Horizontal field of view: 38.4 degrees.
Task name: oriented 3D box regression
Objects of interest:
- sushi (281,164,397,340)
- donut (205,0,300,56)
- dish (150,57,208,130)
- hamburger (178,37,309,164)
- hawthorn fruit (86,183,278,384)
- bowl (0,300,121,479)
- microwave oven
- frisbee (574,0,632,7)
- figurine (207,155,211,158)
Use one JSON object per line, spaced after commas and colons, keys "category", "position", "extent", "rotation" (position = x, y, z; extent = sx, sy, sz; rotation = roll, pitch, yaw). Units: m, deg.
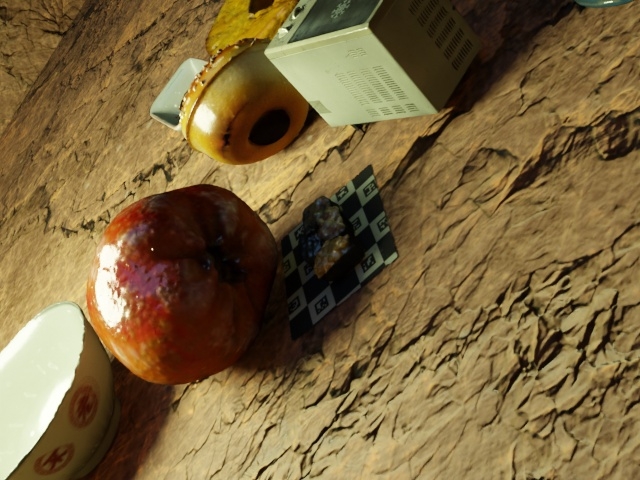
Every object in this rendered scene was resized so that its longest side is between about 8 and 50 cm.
{"category": "sushi", "position": [0.000, 0.000, 1.256], "extent": [0.192, 0.050, 0.215], "rotation": [-40, 34, 22]}
{"category": "donut", "position": [-0.079, -0.428, 1.726], "extent": [0.303, 0.110, 0.303], "rotation": [-33, 36, 28]}
{"category": "dish", "position": [-0.264, -0.291, 1.880], "extent": [0.154, 0.064, 0.234], "rotation": [-55, 32, -2]}
{"category": "hamburger", "position": [-0.123, -0.220, 1.481], "extent": [0.237, 0.237, 0.147], "rotation": [-46, 62, 13]}
{"category": "hawthorn fruit", "position": [-0.189, 0.060, 1.273], "extent": [0.284, 0.284, 0.284], "rotation": [-34, 37, 30]}
{"category": "bowl", "position": [-0.419, 0.276, 1.449], "extent": [0.337, 0.157, 0.337], "rotation": [-33, 37, 29]}
{"category": "microwave oven", "position": [0.076, -0.265, 1.283], "extent": [0.240, 0.194, 0.145], "rotation": [2, 56, 54]}
{"category": "frisbee", "position": [0.400, -0.413, 1.122], "extent": [0.289, 0.049, 0.290], "rotation": [-34, 36, 30]}
{"category": "figurine", "position": [-0.180, -0.231, 1.667], "extent": [0.157, 0.126, 0.114], "rotation": [-43, 76, 20]}
